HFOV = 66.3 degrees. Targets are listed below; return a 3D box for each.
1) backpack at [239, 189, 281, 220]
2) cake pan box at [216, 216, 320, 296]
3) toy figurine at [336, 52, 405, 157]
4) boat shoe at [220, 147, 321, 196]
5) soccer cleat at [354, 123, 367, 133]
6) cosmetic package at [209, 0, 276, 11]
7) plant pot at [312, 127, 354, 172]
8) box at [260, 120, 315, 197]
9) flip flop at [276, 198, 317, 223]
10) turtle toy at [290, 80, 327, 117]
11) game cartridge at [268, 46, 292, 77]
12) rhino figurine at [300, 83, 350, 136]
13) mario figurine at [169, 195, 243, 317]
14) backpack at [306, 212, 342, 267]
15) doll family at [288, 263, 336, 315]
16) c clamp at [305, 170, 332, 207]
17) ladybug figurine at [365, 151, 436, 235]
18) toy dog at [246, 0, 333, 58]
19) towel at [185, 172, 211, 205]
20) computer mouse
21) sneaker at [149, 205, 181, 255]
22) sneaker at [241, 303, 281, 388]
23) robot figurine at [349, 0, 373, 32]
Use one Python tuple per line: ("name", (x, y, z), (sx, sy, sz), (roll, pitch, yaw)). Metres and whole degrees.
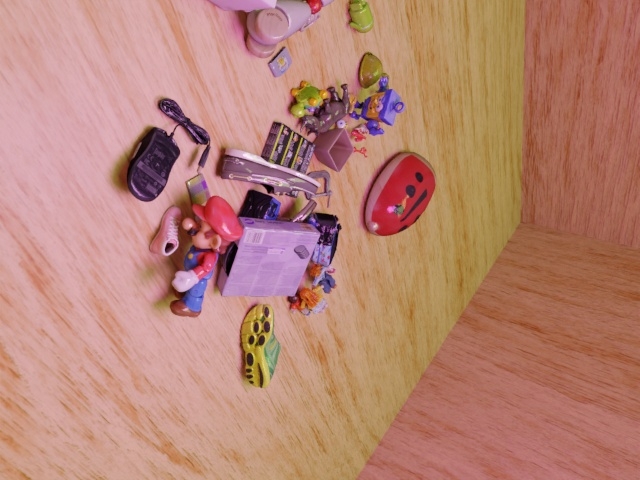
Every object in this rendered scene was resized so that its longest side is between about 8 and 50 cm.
("backpack", (-0.178, -0.075, 1.477), (0.101, 0.097, 0.120), (37, 74, -56))
("cake pan box", (-0.160, 0.057, 1.464), (0.266, 0.070, 0.246), (3, 120, -33))
("toy figurine", (0.225, -0.472, 1.705), (0.191, 0.217, 0.363), (24, 81, -41))
("boat shoe", (-0.141, -0.178, 1.414), (0.304, 0.109, 0.091), (16, 92, -29))
("soccer cleat", (0.151, -0.417, 1.821), (0.083, 0.029, 0.036), (-8, 102, -54))
("cosmetic package", (-0.264, -0.643, 1.043), (0.365, 0.196, 0.155), (6, 99, -55))
("plant pot", (0.034, -0.311, 1.651), (0.109, 0.096, 0.109), (-57, 145, -19))
("box", (-0.109, -0.248, 1.540), (0.184, 0.045, 0.191), (20, 89, -51))
("flip flop", (-0.125, -0.048, 1.565), (0.277, 0.112, 0.080), (-44, 94, -15))
("turtle toy", (-0.044, -0.431, 1.518), (0.130, 0.095, 0.066), (-47, 158, -28))
("game cartridge", (-0.116, -0.521, 1.438), (0.083, 0.017, 0.056), (-55, 144, -21))
("rhino figurine", (0.015, -0.414, 1.606), (0.243, 0.073, 0.106), (-44, 133, -30))
("mario figurine", (-0.329, 0.027, 1.272), (0.170, 0.198, 0.321), (5, 114, -48))
("backpack", (0.000, 0.000, 1.691), (0.158, 0.116, 0.174), (-103, -159, -73))
("doll family", (-0.009, 0.163, 1.780), (0.263, 0.118, 0.163), (-60, 142, -15))
("c clamp", (-0.004, -0.178, 1.724), (0.160, 0.022, 0.137), (-8, 111, -51))
("ladybug figurine", (0.350, -0.186, 2.062), (0.449, 0.161, 0.305), (-50, 139, -26))
("toy dog", (-0.097, -0.635, 1.298), (0.161, 0.220, 0.334), (49, 52, -15))
("towel", (-0.330, -0.134, 1.328), (0.060, 0.009, 0.083), (-40, 132, -35))
("computer mouse", (-0.374, -0.197, 1.208), (0.184, 0.060, 0.262), (37, 63, -48))
("sneaker", (-0.382, -0.021, 1.259), (0.051, 0.070, 0.134), (36, 75, -49))
("sneaker", (-0.198, 0.345, 1.649), (0.123, 0.109, 0.296), (-40, 136, -68))
("robot figurine", (0.137, -0.743, 1.628), (0.115, 0.067, 0.101), (55, 49, -48))
